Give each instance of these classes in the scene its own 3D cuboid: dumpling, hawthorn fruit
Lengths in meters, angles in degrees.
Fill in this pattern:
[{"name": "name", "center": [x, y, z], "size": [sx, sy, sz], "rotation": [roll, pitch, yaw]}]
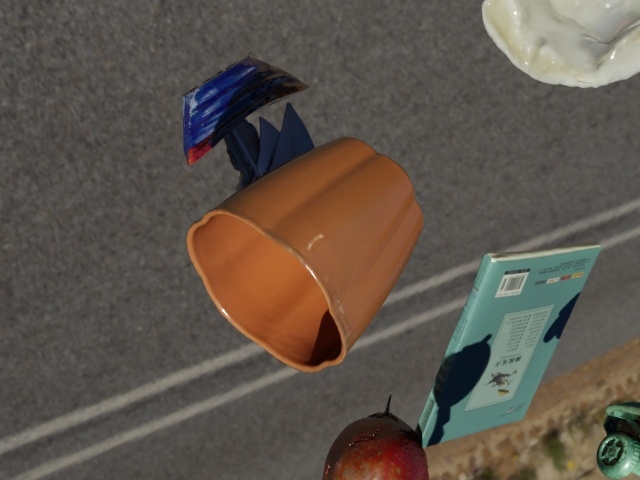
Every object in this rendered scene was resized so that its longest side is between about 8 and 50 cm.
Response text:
[{"name": "dumpling", "center": [0.358, -0.315, 1.312], "size": [0.243, 0.227, 0.175], "rotation": [-28, -174, 44]}, {"name": "hawthorn fruit", "center": [0.097, 0.351, 1.614], "size": [0.181, 0.181, 0.235], "rotation": [91, 18, -59]}]

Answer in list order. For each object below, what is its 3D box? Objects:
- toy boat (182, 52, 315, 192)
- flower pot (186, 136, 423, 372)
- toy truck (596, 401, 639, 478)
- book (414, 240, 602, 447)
[{"name": "toy boat", "center": [-0.045, -0.107, 1.316], "size": [0.318, 0.219, 0.072], "rotation": [40, 146, -28]}, {"name": "flower pot", "center": [0.000, 0.000, 0.961], "size": [0.173, 0.191, 0.190], "rotation": [-44, 160, -29]}, {"name": "toy truck", "center": [0.508, 0.281, 1.350], "size": [0.155, 0.279, 0.156], "rotation": [29, 78, -24]}, {"name": "book", "center": [0.306, 0.173, 1.681], "size": [0.264, 0.031, 0.379], "rotation": [-4, 124, -37]}]
